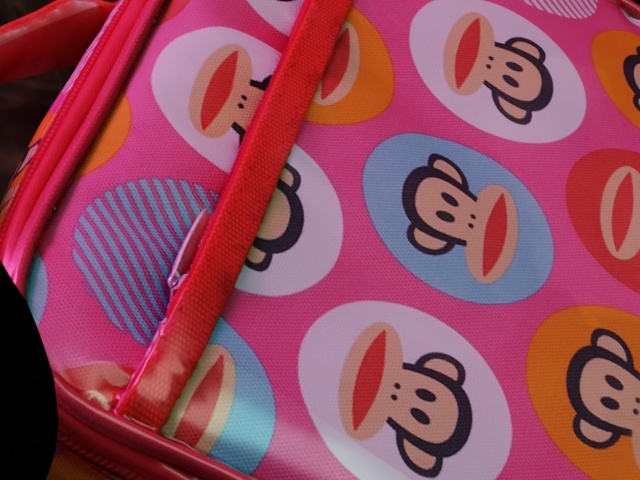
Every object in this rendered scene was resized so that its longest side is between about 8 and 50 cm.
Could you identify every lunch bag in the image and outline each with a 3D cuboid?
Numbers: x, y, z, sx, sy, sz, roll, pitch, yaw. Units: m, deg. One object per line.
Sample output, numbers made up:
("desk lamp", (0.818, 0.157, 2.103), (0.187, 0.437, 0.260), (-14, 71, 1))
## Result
("lunch bag", (0.000, 0.000, 0.558), (0.258, 0.120, 0.293), (27, 45, -8))

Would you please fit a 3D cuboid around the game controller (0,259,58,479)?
("game controller", (-0.186, -0.048, 0.347), (0.166, 0.067, 0.319), (-31, 87, -34))
